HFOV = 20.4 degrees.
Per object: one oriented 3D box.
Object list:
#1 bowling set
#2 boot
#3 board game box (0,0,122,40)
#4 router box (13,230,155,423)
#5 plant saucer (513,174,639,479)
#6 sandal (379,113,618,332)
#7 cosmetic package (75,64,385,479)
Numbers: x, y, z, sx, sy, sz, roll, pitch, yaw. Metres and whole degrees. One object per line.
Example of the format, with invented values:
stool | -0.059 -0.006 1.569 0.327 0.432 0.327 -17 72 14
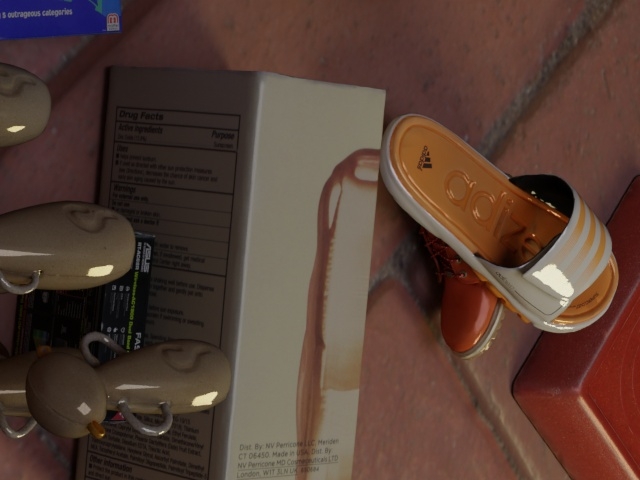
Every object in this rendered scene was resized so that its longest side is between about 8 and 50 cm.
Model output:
bowling set | -0.203 0.050 1.023 0.154 0.287 0.200 -5 138 -47
boot | 0.107 0.014 1.426 0.084 0.059 0.158 15 76 -42
board game box | -0.201 -0.227 1.090 0.160 0.047 0.210 -11 102 -43
router box | -0.154 0.050 1.141 0.038 0.092 0.122 5 92 -45
plant saucer | 0.306 0.117 1.639 0.259 0.047 0.258 -56 129 -25
sandal | 0.156 -0.011 1.383 0.265 0.076 0.102 33 65 -31
cosmetic package | -0.061 0.036 1.193 0.129 0.153 0.296 2 95 -47
